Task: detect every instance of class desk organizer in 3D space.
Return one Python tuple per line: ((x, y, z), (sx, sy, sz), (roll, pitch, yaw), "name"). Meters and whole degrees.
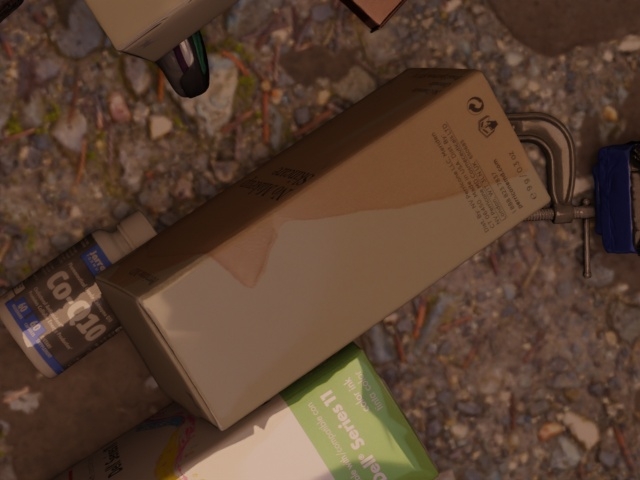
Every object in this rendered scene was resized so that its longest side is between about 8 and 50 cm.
((0.070, -0.233, 1.452), (0.050, 0.047, 0.130), (43, 87, -7), "desk organizer")

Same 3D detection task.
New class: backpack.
((0.289, -0.040, 1.471), (0.120, 0.101, 0.098), (-4, 98, -17), "backpack")

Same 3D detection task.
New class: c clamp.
((0.154, -0.039, 1.491), (0.161, 0.022, 0.137), (3, 94, -9), "c clamp")

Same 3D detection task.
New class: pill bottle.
((-0.181, 0.040, 1.418), (0.137, 0.078, 0.078), (-36, 98, -4), "pill bottle")

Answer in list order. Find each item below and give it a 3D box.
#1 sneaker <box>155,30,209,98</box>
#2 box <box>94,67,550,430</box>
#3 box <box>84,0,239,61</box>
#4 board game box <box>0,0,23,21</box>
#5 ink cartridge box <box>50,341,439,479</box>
((-0.165, -0.203, 1.411), (0.098, 0.083, 0.223), (-24, 86, 4), "sneaker")
((0.000, 0.000, 1.360), (0.311, 0.148, 0.121), (-34, 106, -15), "box")
((-0.167, -0.274, 1.324), (0.113, 0.094, 0.275), (-33, 85, 9), "box")
((-0.405, -0.177, 1.336), (0.291, 0.141, 0.232), (-42, 99, -4), "board game box")
((-0.105, 0.207, 1.376), (0.353, 0.207, 0.119), (-33, 101, -5), "ink cartridge box")
